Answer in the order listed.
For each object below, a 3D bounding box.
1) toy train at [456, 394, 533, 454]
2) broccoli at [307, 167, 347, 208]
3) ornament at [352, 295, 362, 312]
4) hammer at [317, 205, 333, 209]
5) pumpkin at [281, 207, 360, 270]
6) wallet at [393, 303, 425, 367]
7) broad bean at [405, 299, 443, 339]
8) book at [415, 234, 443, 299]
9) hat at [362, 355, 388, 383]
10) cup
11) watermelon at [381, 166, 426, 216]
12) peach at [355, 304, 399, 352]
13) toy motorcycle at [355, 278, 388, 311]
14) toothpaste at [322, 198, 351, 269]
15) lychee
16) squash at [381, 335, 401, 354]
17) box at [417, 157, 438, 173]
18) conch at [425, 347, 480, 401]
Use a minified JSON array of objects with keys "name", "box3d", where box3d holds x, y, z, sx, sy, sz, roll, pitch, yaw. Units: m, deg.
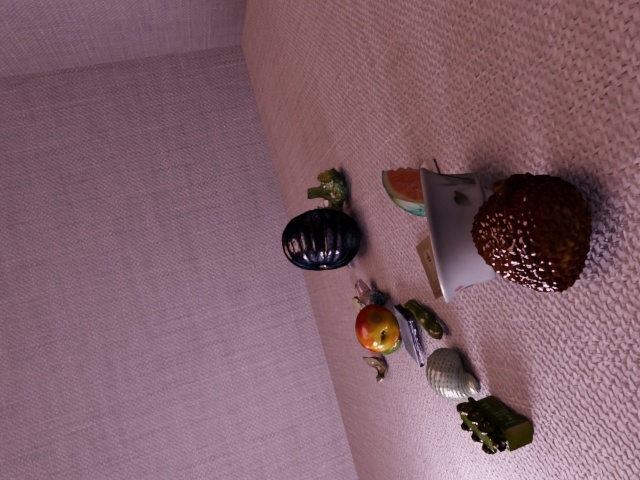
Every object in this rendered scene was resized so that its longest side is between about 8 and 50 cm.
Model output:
[{"name":"toy train","box3d":[0.491,0.524,1.484,0.225,0.137,0.090,-143,37,-73]},{"name":"broccoli","box3d":[0.028,-0.233,2.379,0.219,0.194,0.194,109,145,-75]},{"name":"ornament","box3d":[0.224,0.352,2.470,0.180,0.059,0.201,124,128,-69]},{"name":"hammer","box3d":[0.004,-0.150,2.501,0.195,0.060,0.028,-155,54,-71]},{"name":"pumpkin","box3d":[0.000,0.000,2.366,0.363,0.363,0.266,135,132,-73]},{"name":"wallet","box3d":[0.343,0.365,2.005,0.167,0.036,0.222,-129,22,-73]},{"name":"broad bean","box3d":[0.372,0.281,1.865,0.098,0.056,0.318,60,177,-11]},{"name":"book","box3d":[0.379,0.090,1.721,0.138,0.016,0.198,121,133,-70]},{"name":"hat","box3d":[0.281,0.613,2.494,0.147,0.085,0.175,57,-179,24]},{"name":"cup","box3d":[0.360,-0.029,1.284,0.347,0.163,0.347,-12,-90,-75]},{"name":"watermelon","box3d":[0.288,-0.125,1.608,0.231,0.128,0.146,59,177,42]},{"name":"peach","box3d":[0.230,0.361,2.122,0.192,0.190,0.190,-130,28,-78]},{"name":"toy motorcycle","box3d":[0.231,0.258,2.264,0.239,0.108,0.204,41,156,20]},{"name":"toothpaste","box3d":[0.090,-0.033,2.570,0.125,0.080,0.371,-143,37,-78]},{"name":"lychee","box3d":[0.432,-0.016,1.046,0.271,0.236,0.236,54,173,-21]},{"name":"squash","box3d":[0.300,0.456,2.246,0.219,0.068,0.077,117,154,-69]},{"name":"box","box3d":[0.330,-0.171,1.638,0.198,0.029,0.109,121,133,-71]},{"name":"conch","box3d":[0.418,0.450,1.686,0.200,0.131,0.172,-126,27,-57]}]
